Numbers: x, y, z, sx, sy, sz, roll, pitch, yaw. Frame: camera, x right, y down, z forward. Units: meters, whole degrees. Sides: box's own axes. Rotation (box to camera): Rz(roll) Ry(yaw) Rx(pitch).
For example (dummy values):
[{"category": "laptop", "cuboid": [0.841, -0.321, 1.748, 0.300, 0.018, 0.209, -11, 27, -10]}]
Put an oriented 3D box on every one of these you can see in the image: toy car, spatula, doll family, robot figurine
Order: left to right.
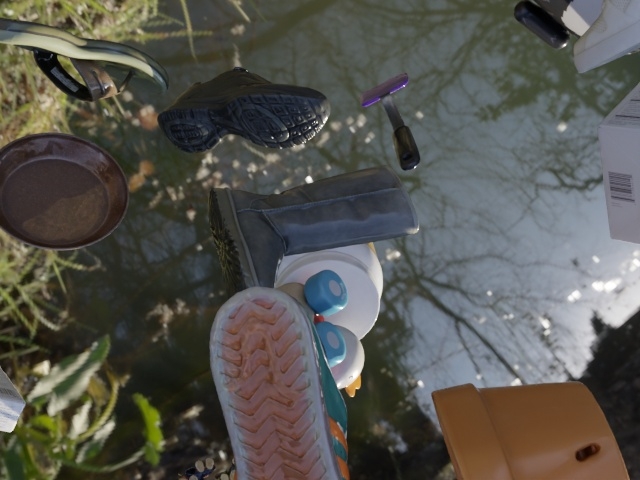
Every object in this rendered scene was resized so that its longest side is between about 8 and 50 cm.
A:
[{"category": "doll family", "cuboid": [-0.233, 0.484, 1.783, 0.193, 0.076, 0.111, 9, 145, -30]}, {"category": "toy car", "cuboid": [-0.001, 0.206, 1.538, 0.219, 0.210, 0.238, -31, 127, 32]}, {"category": "spatula", "cuboid": [0.108, -0.175, 1.293, 0.084, 0.296, 0.030, -27, 124, 11]}, {"category": "robot figurine", "cuboid": [0.411, -0.393, 1.339, 0.278, 0.209, 0.173, 29, 81, -30]}]

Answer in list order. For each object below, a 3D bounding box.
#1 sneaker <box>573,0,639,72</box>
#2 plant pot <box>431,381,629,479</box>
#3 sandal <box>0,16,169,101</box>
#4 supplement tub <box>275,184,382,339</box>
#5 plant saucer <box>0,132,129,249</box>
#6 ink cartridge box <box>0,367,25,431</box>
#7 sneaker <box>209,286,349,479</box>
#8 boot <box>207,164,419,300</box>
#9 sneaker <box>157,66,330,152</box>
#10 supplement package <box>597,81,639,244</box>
[{"category": "sneaker", "cuboid": [0.381, -0.327, 1.046, 0.108, 0.169, 0.292, -28, 176, -37]}, {"category": "plant pot", "cuboid": [0.291, 0.318, 1.222, 0.204, 0.290, 0.291, -17, 141, 3]}, {"category": "sandal", "cuboid": [-0.344, -0.241, 1.252, 0.303, 0.120, 0.086, 6, 94, -52]}, {"category": "supplement tub", "cuboid": [-0.003, 0.048, 1.745, 0.228, 0.316, 0.228, -2, 117, -4]}, {"category": "plant saucer", "cuboid": [-0.371, -0.063, 1.262, 0.199, 0.198, 0.036, -12, 154, -27]}, {"category": "ink cartridge box", "cuboid": [-0.696, 0.221, 1.569, 0.296, 0.261, 0.066, 25, 94, -39]}, {"category": "sneaker", "cuboid": [-0.018, 0.188, 0.714, 0.108, 0.302, 0.121, -6, 172, 12]}, {"category": "boot", "cuboid": [0.001, -0.001, 0.927, 0.209, 0.189, 0.076, -2, 141, -19]}, {"category": "sneaker", "cuboid": [-0.112, -0.213, 1.370, 0.130, 0.286, 0.109, -66, 146, -36]}, {"category": "supplement package", "cuboid": [0.558, -0.134, 1.295, 0.263, 0.198, 0.199, -41, 128, -32]}]
